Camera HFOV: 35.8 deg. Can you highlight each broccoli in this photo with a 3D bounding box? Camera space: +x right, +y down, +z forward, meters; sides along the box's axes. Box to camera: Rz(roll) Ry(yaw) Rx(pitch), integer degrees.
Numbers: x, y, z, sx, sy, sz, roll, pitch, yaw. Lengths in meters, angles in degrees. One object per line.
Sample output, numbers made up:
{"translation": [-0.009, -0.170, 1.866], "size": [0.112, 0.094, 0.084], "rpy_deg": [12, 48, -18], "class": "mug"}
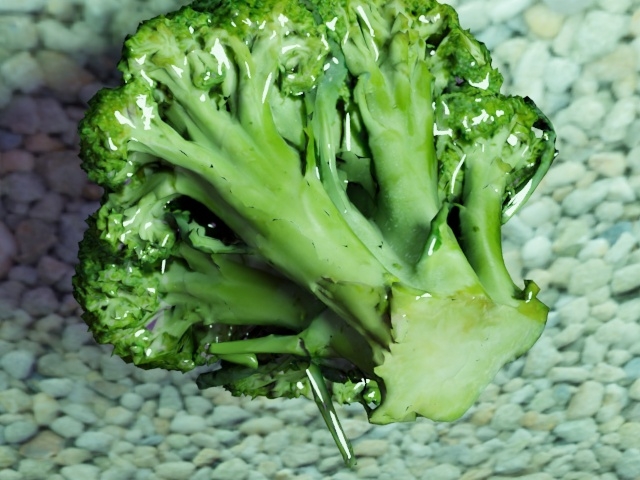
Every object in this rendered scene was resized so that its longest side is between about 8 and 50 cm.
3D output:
{"translation": [0.000, 0.000, 0.611], "size": [0.321, 0.283, 0.303], "rpy_deg": [0, 120, -29], "class": "broccoli"}
